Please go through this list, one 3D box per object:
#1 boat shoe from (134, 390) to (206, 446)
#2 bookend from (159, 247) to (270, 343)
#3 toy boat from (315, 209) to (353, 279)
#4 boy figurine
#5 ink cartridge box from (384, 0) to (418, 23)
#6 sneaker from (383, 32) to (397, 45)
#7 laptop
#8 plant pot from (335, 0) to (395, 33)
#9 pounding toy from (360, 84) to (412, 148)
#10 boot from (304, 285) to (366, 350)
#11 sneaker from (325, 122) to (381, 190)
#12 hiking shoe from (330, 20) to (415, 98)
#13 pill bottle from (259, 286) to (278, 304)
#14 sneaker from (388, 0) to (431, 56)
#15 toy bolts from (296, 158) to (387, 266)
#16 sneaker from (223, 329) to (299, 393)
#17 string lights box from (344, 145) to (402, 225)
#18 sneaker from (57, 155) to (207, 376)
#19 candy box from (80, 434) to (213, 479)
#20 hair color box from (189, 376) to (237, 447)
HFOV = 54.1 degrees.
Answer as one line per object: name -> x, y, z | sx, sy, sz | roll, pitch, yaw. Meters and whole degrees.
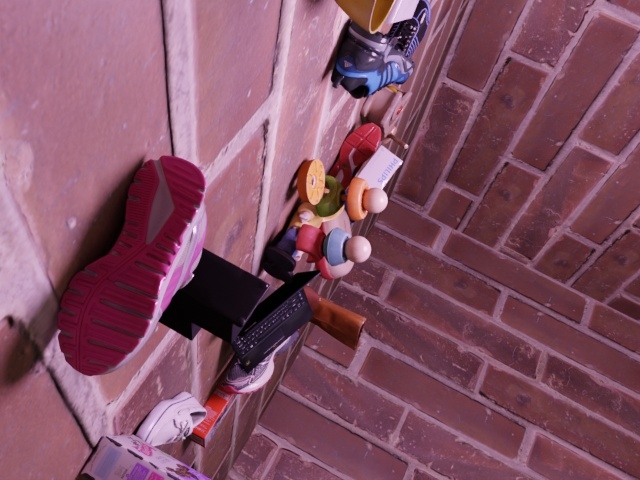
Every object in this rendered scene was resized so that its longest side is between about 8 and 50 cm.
boat shoe -> -0.289, 0.362, 1.254 | 0.083, 0.075, 0.226 | -65, 172, 12
bookend -> -0.161, 0.088, 0.880 | 0.072, 0.157, 0.156 | -57, 169, -33
toy boat -> 0.000, 0.000, 1.702 | 0.151, 0.151, 0.231 | 48, 30, -53
boy figurine -> -0.037, -0.022, 1.546 | 0.285, 0.092, 0.177 | -51, 164, -41
ink cartridge box -> 0.201, -0.581, 1.364 | 0.206, 0.045, 0.208 | -67, 170, 28
sneaker -> 0.126, -0.404, 1.453 | 0.170, 0.051, 0.089 | -67, 167, 7
laptop -> -0.092, 0.199, 1.492 | 0.234, 0.136, 0.264 | -39, 137, -22
plant pot -> 0.063, -0.392, 0.934 | 0.134, 0.095, 0.134 | -60, 171, -16
pounding toy -> 0.220, -0.367, 1.791 | 0.154, 0.154, 0.269 | -58, 172, 1
boot -> -0.002, 0.261, 1.997 | 0.096, 0.280, 0.264 | -53, 168, -47
sneaker -> 0.086, -0.228, 1.748 | 0.221, 0.087, 0.128 | -51, -178, 7
hiking shoe -> 0.099, -0.355, 1.290 | 0.132, 0.113, 0.304 | -56, 162, 16
pill bottle -> -0.134, 0.181, 1.636 | 0.078, 0.078, 0.137 | -58, 171, -31
sneaker -> 0.204, -0.489, 1.556 | 0.232, 0.081, 0.090 | -64, 179, 22
toy bolts -> 0.046, -0.059, 1.398 | 0.218, 0.158, 0.229 | 47, 53, -62
sneaker -> -0.173, 0.290, 1.706 | 0.299, 0.120, 0.112 | -54, 140, -41
string lights box -> 0.125, -0.145, 1.740 | 0.133, 0.076, 0.260 | -53, -179, -21
sneaker -> -0.193, 0.036, 0.704 | 0.252, 0.103, 0.111 | -61, 170, -9
candy box -> -0.274, 0.402, 1.049 | 0.070, 0.196, 0.165 | -61, 172, -14
hair color box -> -0.286, 0.463, 1.691 | 0.167, 0.053, 0.093 | -59, 170, -32
